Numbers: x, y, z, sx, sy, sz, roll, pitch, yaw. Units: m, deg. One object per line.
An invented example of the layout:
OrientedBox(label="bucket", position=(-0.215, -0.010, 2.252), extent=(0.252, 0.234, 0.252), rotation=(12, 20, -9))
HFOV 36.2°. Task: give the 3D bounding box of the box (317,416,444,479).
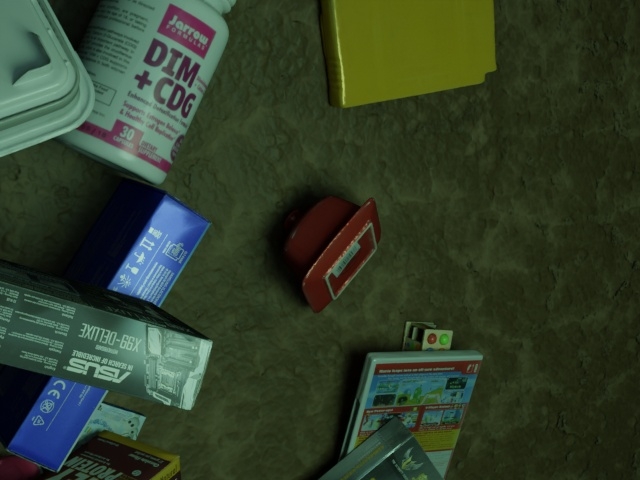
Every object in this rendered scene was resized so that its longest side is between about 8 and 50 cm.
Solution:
OrientedBox(label="box", position=(0.105, 0.405, 1.501), extent=(0.183, 0.056, 0.231), rotation=(-37, 126, -7))

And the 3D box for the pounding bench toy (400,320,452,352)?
OrientedBox(label="pounding bench toy", position=(0.180, 0.160, 1.532), extent=(0.083, 0.065, 0.052), rotation=(5, 96, -30))

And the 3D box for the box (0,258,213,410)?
OrientedBox(label="box", position=(-0.288, 0.073, 0.981), extent=(0.307, 0.242, 0.076), rotation=(19, 88, -25))

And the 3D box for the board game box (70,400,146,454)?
OrientedBox(label="board game box", position=(-0.294, 0.264, 1.317), extent=(0.090, 0.020, 0.090), rotation=(26, 86, -30))

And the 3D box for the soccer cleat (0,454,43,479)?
OrientedBox(label="soccer cleat", position=(-0.457, 0.419, 1.219), extent=(0.331, 0.116, 0.143), rotation=(-52, 151, -21))

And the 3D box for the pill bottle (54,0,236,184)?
OrientedBox(label="pill bottle", position=(-0.210, -0.225, 1.195), extent=(0.160, 0.160, 0.283), rotation=(25, 86, -30))

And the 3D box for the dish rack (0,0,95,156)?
OrientedBox(label="dish rack", position=(-0.424, -0.233, 1.032), extent=(0.286, 0.072, 0.333), rotation=(-25, 75, -23))

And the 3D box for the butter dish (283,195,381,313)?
OrientedBox(label="butter dish", position=(0.000, 0.000, 1.384), extent=(0.160, 0.118, 0.160), rotation=(-50, 161, -12))

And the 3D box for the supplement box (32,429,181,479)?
OrientedBox(label="supplement box", position=(-0.277, 0.379, 1.225), extent=(0.191, 0.129, 0.194), rotation=(-33, 128, -52))

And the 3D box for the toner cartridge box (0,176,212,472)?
OrientedBox(label="toner cartridge box", position=(-0.282, 0.094, 1.211), extent=(0.075, 0.165, 0.348), rotation=(35, 82, -29))

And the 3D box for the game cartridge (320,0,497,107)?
OrientedBox(label="game cartridge", position=(0.125, -0.373, 1.421), extent=(0.285, 0.053, 0.323), rotation=(-13, 107, -26))

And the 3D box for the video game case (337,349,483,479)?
OrientedBox(label="video game case", position=(0.129, 0.301, 1.513), extent=(0.204, 0.025, 0.285), rotation=(2, 112, -29))
